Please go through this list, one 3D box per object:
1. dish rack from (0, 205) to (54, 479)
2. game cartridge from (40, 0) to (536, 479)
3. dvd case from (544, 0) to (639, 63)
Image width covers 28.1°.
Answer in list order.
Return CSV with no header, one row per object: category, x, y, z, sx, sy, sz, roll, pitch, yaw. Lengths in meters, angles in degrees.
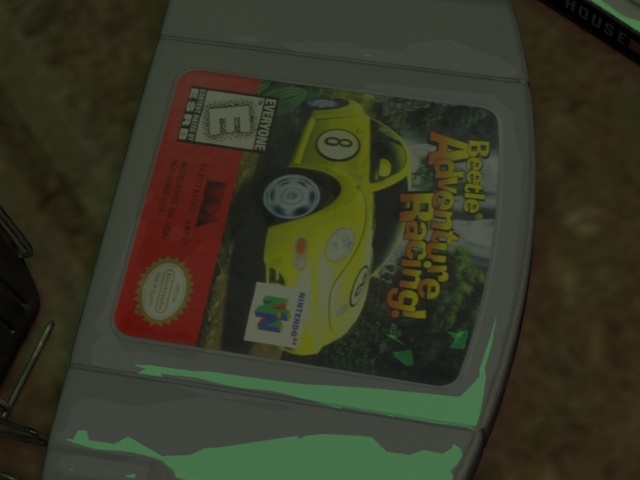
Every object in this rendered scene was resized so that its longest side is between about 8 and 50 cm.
dish rack,-0.186,0.089,0.491,0.074,0.208,0.271,10,63,25
game cartridge,0.000,0.000,0.598,0.196,0.060,0.294,9,66,4
dvd case,0.243,-0.175,0.675,0.179,0.029,0.239,38,73,18
